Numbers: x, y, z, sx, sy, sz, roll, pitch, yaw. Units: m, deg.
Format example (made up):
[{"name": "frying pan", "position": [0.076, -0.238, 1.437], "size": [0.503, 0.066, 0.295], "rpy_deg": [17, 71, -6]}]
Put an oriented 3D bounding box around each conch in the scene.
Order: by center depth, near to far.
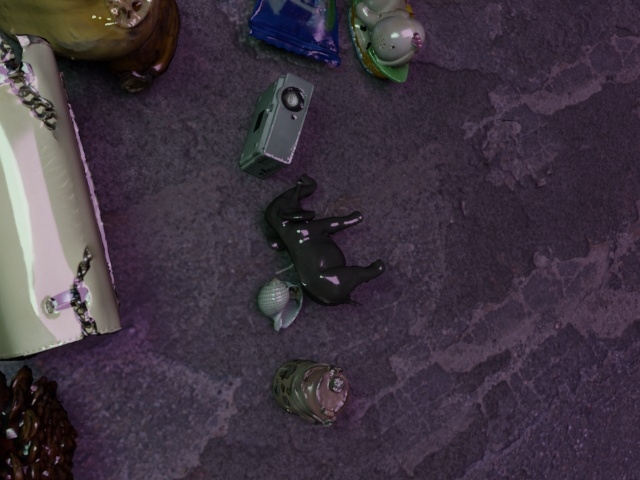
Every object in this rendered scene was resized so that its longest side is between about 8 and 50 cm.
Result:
[{"name": "conch", "position": [-0.069, 0.099, 0.991], "size": [0.076, 0.057, 0.085], "rpy_deg": [-16, 130, -37]}]

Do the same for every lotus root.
[{"name": "lotus root", "position": [-0.347, -0.328, 0.792], "size": [0.151, 0.343, 0.169], "rpy_deg": [-43, 139, -35]}, {"name": "lotus root", "position": [-0.273, -0.327, 0.909], "size": [0.120, 0.120, 0.209], "rpy_deg": [10, 81, -25]}]

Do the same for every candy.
[{"name": "candy", "position": [-0.046, -0.477, 1.068], "size": [0.187, 0.077, 0.331], "rpy_deg": [7, 78, -27]}]

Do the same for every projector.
[{"name": "projector", "position": [-0.076, -0.186, 0.991], "size": [0.061, 0.115, 0.147], "rpy_deg": [21, 74, -24]}]

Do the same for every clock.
[{"name": "clock", "position": [0.121, -0.400, 1.101], "size": [0.103, 0.144, 0.230], "rpy_deg": [-19, 91, -29]}]

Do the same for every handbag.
[{"name": "handbag", "position": [-0.363, -0.041, 0.763], "size": [0.160, 0.237, 0.358], "rpy_deg": [-14, 89, -29]}]

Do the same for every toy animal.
[{"name": "toy animal", "position": [0.001, -0.004, 0.992], "size": [0.146, 0.114, 0.245], "rpy_deg": [-17, 59, -30]}]

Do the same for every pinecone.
[{"name": "pinecone", "position": [-0.395, 0.270, 0.723], "size": [0.222, 0.221, 0.221], "rpy_deg": [4, 82, -26]}]

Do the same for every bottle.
[{"name": "bottle", "position": [-0.008, 0.237, 0.948], "size": [0.099, 0.152, 0.098], "rpy_deg": [3, 83, -27]}]
